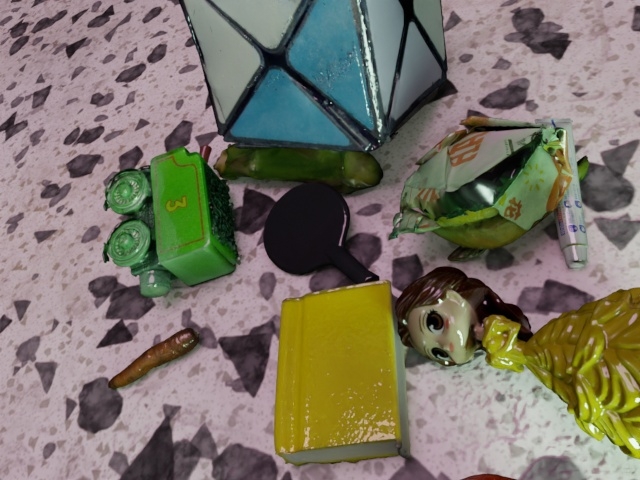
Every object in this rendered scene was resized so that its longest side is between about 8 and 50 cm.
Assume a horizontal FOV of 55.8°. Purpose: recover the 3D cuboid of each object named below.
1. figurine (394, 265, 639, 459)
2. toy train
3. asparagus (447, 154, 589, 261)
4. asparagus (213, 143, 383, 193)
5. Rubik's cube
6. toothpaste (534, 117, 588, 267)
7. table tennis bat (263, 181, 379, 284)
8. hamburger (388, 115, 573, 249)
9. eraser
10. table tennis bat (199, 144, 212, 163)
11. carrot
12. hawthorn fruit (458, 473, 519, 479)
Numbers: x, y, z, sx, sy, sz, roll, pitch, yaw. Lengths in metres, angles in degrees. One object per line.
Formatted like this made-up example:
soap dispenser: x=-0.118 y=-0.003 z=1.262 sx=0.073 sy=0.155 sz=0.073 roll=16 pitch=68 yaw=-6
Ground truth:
figurine: x=0.219 y=0.111 z=0.655 sx=0.315 sy=0.187 sz=0.168 roll=10 pitch=62 yaw=40
toy train: x=-0.243 y=-0.033 z=0.991 sx=0.188 sy=0.132 sz=0.243 roll=-19 pitch=59 yaw=8
asparagus: x=0.274 y=-0.036 z=0.820 sx=0.236 sy=0.027 sz=0.034 roll=-36 pitch=43 yaw=-3
asparagus: x=-0.062 y=-0.132 z=1.022 sx=0.343 sy=0.085 sz=0.082 roll=9 pitch=84 yaw=28
Rubik's cube: x=0.005 y=-0.331 z=0.932 sx=0.305 sy=0.307 sz=0.310 roll=10 pitch=37 yaw=31
toothpaste: x=0.321 y=-0.070 z=0.793 sx=0.052 sy=0.033 sz=0.218 roll=0 pitch=67 yaw=3
table tennis bat: x=0.000 y=0.000 z=0.912 sx=0.150 sy=0.027 sz=0.236 roll=-51 pitch=54 yaw=2
hamburger: x=0.192 y=-0.064 z=0.798 sx=0.235 sy=0.125 sz=0.214 roll=-48 pitch=22 yaw=-15
eraser: x=0.026 y=0.163 z=0.760 sx=0.158 sy=0.069 sz=0.226 roll=-13 pitch=50 yaw=18
table tennis bat: x=-0.224 y=-0.102 z=1.098 sx=0.098 sy=0.019 sz=0.155 roll=-1 pitch=69 yaw=28
carrot: x=-0.253 y=0.178 z=0.906 sx=0.165 sy=0.036 sz=0.036 roll=-29 pitch=48 yaw=6
hawthorn fruit: x=0.129 y=0.299 z=0.471 sx=0.242 sy=0.272 sz=0.242 roll=-17 pitch=45 yaw=18
